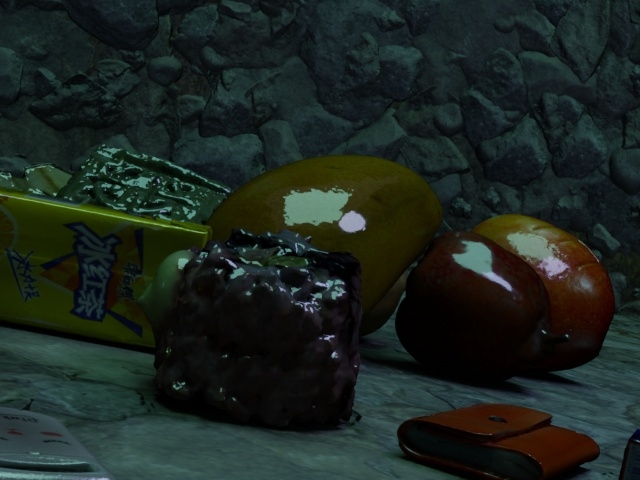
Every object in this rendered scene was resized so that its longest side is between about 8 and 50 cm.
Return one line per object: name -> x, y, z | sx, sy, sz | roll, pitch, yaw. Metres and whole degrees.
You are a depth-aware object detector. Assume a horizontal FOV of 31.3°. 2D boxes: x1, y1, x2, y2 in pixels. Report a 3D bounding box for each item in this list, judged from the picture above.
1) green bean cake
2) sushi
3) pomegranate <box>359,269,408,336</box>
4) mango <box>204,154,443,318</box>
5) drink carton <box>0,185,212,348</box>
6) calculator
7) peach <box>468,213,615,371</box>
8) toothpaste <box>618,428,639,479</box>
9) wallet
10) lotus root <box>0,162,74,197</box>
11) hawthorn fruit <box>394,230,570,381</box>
green bean cake -> -0.280, -0.032, 1.762 | 0.241, 0.132, 0.255 | 17, 37, 9
sushi -> -0.068, 0.080, 1.165 | 0.237, 0.170, 0.270 | 12, 8, 0
pomegranate -> 0.038, 0.054, 1.780 | 0.207, 0.207, 0.207 | 11, 3, -1
mango -> 0.000, 0.000, 1.571 | 0.378, 0.221, 0.264 | -28, 40, -30
drink carton -> -0.315, 0.028, 1.360 | 0.352, 0.154, 0.111 | 11, 4, -4
calculator -> -0.199, 0.145, 0.751 | 0.100, 0.032, 0.175 | 10, 4, -31
peach -> 0.322, 0.101, 1.813 | 0.245, 0.248, 0.275 | -31, 42, -29
toothpaste -> 0.428, 0.239, 1.007 | 0.321, 0.066, 0.076 | 13, 4, 22
wallet -> 0.178, 0.194, 1.107 | 0.142, 0.045, 0.204 | 13, 3, 28
lotus root -> -0.417, -0.009, 1.907 | 0.210, 0.141, 0.314 | -25, 48, -37
hawthorn fruit -> 0.234, 0.105, 1.605 | 0.248, 0.208, 0.208 | 27, 11, 31
